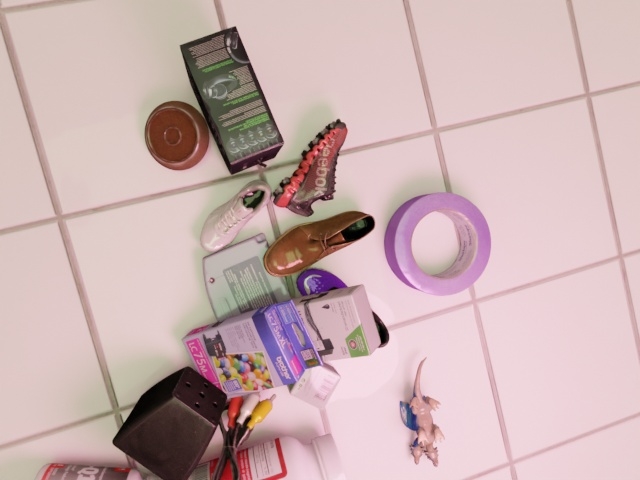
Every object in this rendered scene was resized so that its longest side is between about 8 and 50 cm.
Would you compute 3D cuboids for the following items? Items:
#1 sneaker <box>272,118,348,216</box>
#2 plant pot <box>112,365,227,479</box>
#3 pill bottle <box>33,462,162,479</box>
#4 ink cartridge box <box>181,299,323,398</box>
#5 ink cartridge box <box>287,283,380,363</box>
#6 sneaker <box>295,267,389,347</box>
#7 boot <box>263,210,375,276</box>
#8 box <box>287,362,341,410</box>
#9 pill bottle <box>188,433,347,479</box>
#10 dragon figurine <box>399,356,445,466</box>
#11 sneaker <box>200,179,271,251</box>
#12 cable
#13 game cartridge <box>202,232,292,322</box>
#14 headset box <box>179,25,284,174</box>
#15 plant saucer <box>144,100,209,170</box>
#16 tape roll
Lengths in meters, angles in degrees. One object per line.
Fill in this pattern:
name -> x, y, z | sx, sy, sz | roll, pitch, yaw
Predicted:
sneaker -> 0.000, -0.177, 1.229 | 0.135, 0.097, 0.276 | 35, 87, -10
plant pot -> -0.327, 0.412, 1.116 | 0.188, 0.187, 0.167 | 40, 102, -9
pill bottle -> -0.517, 0.618, 1.120 | 0.283, 0.161, 0.161 | 10, 90, -12
ink cartridge box -> -0.168, 0.269, 1.148 | 0.311, 0.065, 0.185 | -21, 98, 22
ink cartridge box -> 0.018, 0.203, 1.144 | 0.208, 0.087, 0.153 | -16, 95, 27
sneaker -> 0.070, 0.175, 1.228 | 0.293, 0.146, 0.102 | 39, 84, -10
boot -> 0.000, 0.000, 1.206 | 0.305, 0.115, 0.112 | -26, 99, -16
box -> -0.019, 0.364, 1.246 | 0.102, 0.087, 0.101 | 30, 86, -10
pill bottle -> -0.142, 0.618, 1.158 | 0.408, 0.229, 0.229 | -14, 94, -10
dragon figurine -> 0.270, 0.474, 1.306 | 0.085, 0.144, 0.289 | -8, 74, -9
sneaker -> -0.212, -0.066, 1.181 | 0.090, 0.115, 0.232 | 42, 84, -9
cable -> -0.212, 0.465, 1.138 | 0.139, 0.287, 0.072 | 5, 119, 14
game cartridge -> -0.179, 0.151, 1.228 | 0.196, 0.060, 0.294 | -23, 96, -13
headset box -> -0.199, -0.296, 1.110 | 0.131, 0.246, 0.283 | -24, 95, -9
plant saucer -> -0.355, -0.253, 1.162 | 0.168, 0.029, 0.168 | 2, 103, 8
tape roll -> 0.317, 0.009, 1.300 | 0.275, 0.090, 0.274 | 0, 91, -12
